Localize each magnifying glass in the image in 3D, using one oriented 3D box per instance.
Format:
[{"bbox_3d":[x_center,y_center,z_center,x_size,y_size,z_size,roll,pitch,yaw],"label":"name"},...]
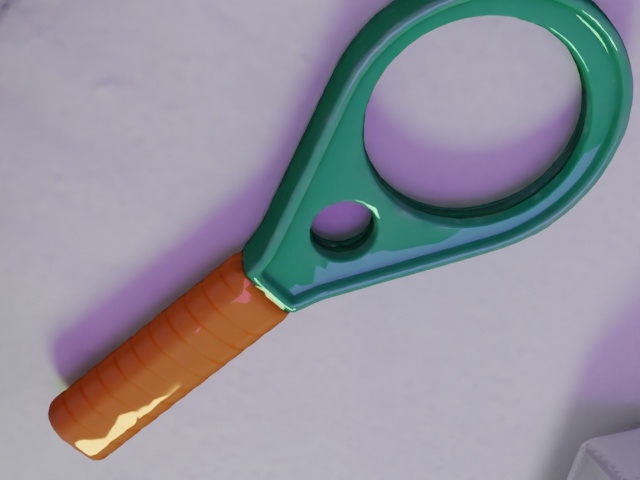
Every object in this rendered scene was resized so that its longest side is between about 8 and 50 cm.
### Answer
[{"bbox_3d":[0.000,0.000,0.397,0.231,0.026,0.092,-37,120,17],"label":"magnifying glass"}]

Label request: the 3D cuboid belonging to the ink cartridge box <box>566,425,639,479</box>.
[{"bbox_3d":[0.156,0.260,0.447,0.066,0.261,0.296,-8,127,-30],"label":"ink cartridge box"}]
